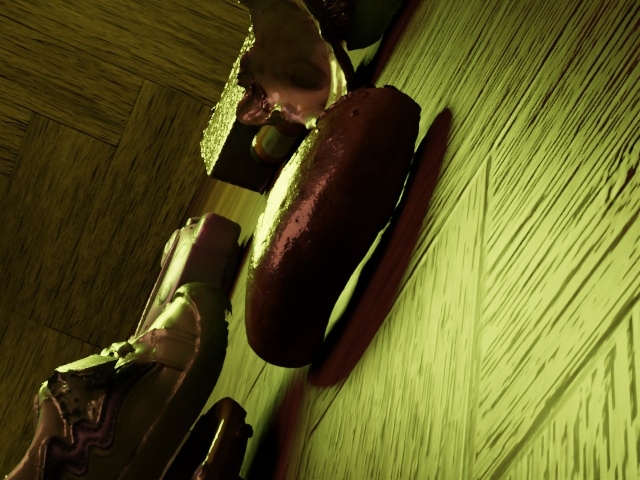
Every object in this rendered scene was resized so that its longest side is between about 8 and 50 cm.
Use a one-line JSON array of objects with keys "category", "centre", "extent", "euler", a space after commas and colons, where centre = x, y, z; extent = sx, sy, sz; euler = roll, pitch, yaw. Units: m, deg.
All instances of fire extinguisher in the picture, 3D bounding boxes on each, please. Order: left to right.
[{"category": "fire extinguisher", "centre": [-0.040, -0.137, 1.646], "extent": [0.062, 0.050, 0.177], "euler": [-29, -6, -21]}]

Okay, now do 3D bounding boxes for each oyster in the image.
[{"category": "oyster", "centre": [-0.019, -0.175, 1.366], "extent": [0.107, 0.161, 0.233], "euler": [-25, -6, -20]}]

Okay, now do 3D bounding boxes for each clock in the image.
[{"category": "clock", "centre": [-0.101, 0.223, 0.977], "extent": [0.237, 0.057, 0.237], "euler": [-61, 6, 11]}, {"category": "clock", "centre": [-0.180, 0.077, 1.831], "extent": [0.248, 0.090, 0.227], "euler": [137, 154, -68]}]

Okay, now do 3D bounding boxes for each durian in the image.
[{"category": "durian", "centre": [0.052, -0.271, 1.243], "extent": [0.137, 0.095, 0.221], "euler": [-70, 11, -23]}]

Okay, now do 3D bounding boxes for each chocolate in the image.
[{"category": "chocolate", "centre": [-0.056, -0.215, 1.775], "extent": [0.112, 0.112, 0.321], "euler": [-97, 30, -59]}]

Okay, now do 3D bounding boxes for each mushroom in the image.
[{"category": "mushroom", "centre": [-0.001, -0.002, 0.905], "extent": [0.094, 0.072, 0.210], "euler": [-103, 36, -62]}]

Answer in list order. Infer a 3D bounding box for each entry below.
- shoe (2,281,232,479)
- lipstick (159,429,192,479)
[{"category": "shoe", "centre": [-0.151, 0.136, 1.037], "extent": [0.140, 0.128, 0.262], "euler": [-22, 39, 61]}, {"category": "lipstick", "centre": [-0.159, 0.251, 1.352], "extent": [0.040, 0.040, 0.141], "euler": [140, 151, -73]}]
